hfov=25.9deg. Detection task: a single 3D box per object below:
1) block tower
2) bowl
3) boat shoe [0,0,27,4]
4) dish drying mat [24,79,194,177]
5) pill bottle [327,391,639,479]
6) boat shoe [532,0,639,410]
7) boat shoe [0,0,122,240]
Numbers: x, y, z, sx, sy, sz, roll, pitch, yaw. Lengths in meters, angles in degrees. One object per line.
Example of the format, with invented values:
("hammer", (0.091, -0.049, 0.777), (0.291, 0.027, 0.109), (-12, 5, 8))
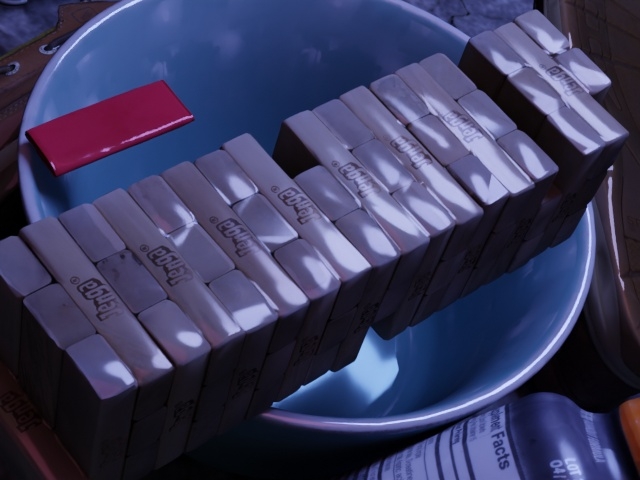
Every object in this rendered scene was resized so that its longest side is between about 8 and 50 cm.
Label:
("block tower", (0.000, 0.000, 0.643), (0.335, 0.097, 0.091), (-28, 64, -30))
("bowl", (-0.018, 0.010, 0.795), (0.312, 0.163, 0.311), (7, 52, -10))
("boat shoe", (-0.251, -0.216, 0.961), (0.255, 0.079, 0.095), (-7, 58, -17))
("dish drying mat", (-0.107, -0.058, 0.714), (0.083, 0.008, 0.032), (-26, 63, -31))
("pill bottle", (0.073, 0.154, 0.657), (0.246, 0.130, 0.130), (-25, 56, 11))
("boat shoe", (0.168, -0.049, 0.917), (0.123, 0.123, 0.342), (18, 56, -34))
("boat shoe", (-0.134, -0.114, 0.892), (0.104, 0.110, 0.307), (41, 53, 16))
